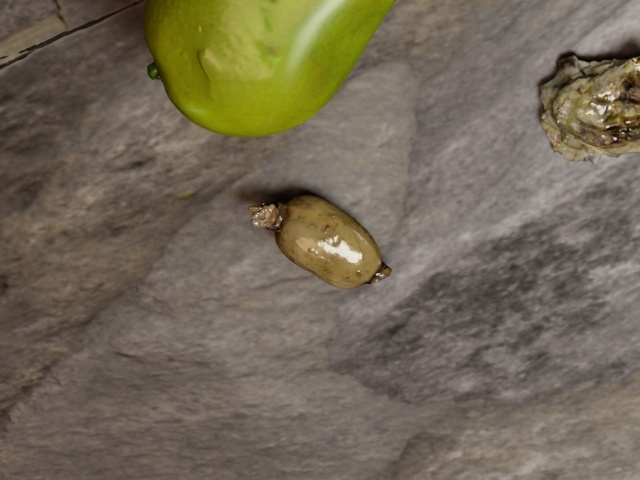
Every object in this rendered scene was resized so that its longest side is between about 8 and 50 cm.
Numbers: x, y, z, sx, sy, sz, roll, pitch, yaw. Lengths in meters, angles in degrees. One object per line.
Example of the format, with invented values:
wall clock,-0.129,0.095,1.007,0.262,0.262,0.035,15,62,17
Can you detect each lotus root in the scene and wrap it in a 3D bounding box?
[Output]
lotus root,0.000,0.000,1.652,0.152,0.063,0.072,27,133,-8

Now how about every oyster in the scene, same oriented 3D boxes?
oyster,0.268,-0.118,1.523,0.165,0.053,0.108,-10,108,27

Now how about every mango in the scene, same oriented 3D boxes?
mango,-0.040,-0.212,1.483,0.185,0.149,0.273,35,117,0
